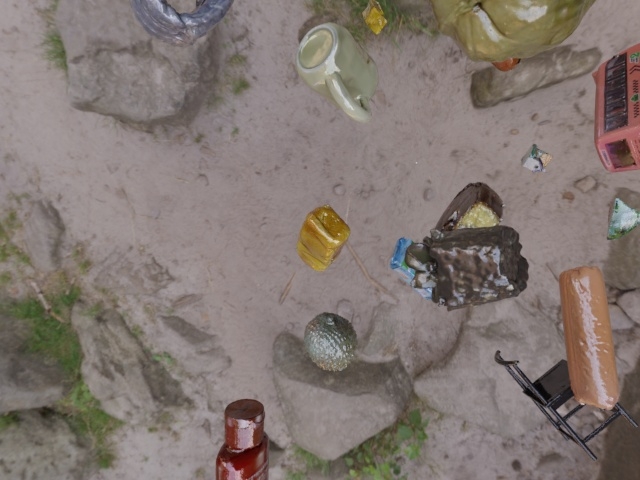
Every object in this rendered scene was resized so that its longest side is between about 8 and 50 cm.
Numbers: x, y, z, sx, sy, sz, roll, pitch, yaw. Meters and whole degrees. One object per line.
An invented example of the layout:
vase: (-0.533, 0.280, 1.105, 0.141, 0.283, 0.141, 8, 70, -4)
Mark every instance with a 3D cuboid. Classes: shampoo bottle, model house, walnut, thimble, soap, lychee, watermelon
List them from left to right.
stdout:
thimble: (-0.290, -0.536, 0.850, 0.172, 0.205, 0.237, 14, 99, 56)
shampoo bottle: (-0.140, 0.449, 0.733, 0.076, 0.118, 0.314, 7, 100, 30)
lychee: (0.045, 0.462, 1.857, 0.255, 0.255, 0.274, 9, 122, 11)
soap: (0.415, 0.122, 1.739, 0.293, 0.156, 0.077, 40, 148, -14)
walnut: (0.339, -0.467, 0.718, 0.276, 0.253, 0.282, -32, 66, -17)
model house: (0.921, -0.341, 1.725, 0.100, 0.101, 0.088, 32, 129, 7)
watermelon: (1.020, -0.067, 1.381, 0.101, 0.080, 0.155, 12, 109, 15)

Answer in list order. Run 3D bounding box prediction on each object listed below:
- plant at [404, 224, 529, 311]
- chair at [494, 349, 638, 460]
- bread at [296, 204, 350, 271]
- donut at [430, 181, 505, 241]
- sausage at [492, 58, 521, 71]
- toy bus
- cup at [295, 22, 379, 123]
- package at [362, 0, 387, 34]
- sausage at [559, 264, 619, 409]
plant: (0.338, 0.064, 0.985, 0.276, 0.188, 0.199, -13, 93, 48)
chair: (0.558, 0.346, 0.959, 0.141, 0.154, 0.260, -39, 80, 0)
bread: (0.000, 0.000, 1.499, 0.167, 0.294, 0.132, 38, 62, 7)
donut: (0.517, -0.057, 1.467, 0.136, 0.259, 0.345, 30, 125, 0)
sausage: (0.478, -0.619, 1.184, 0.330, 0.102, 0.102, 26, 108, -27)
toy bus: (1.026, -0.436, 1.319, 0.233, 0.427, 0.203, -10, 138, 45)
cup: (0.044, -0.434, 1.112, 0.173, 0.202, 0.255, -5, 78, 36)
package: (0.220, -0.920, 1.670, 0.071, 0.047, 0.131, -41, 53, 44)
sausage: (0.552, 0.197, 0.840, 0.086, 0.086, 0.289, -5, 83, 14)
